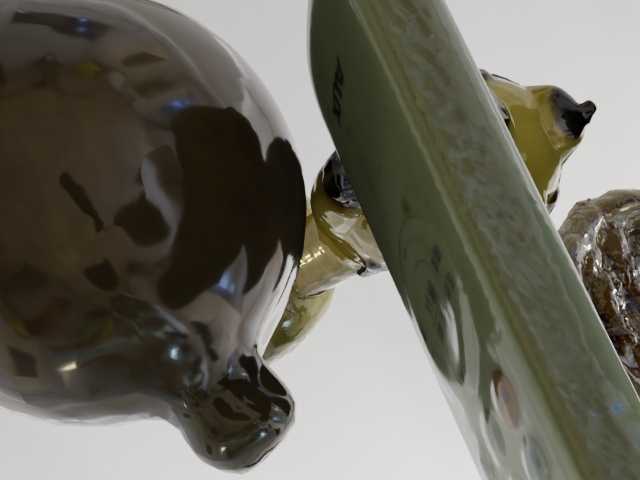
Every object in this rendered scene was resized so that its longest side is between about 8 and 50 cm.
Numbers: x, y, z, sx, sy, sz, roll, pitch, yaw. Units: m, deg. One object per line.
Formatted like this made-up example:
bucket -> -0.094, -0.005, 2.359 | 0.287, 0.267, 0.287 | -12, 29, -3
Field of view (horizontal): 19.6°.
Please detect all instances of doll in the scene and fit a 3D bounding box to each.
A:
doll -> 0.000, -0.001, 0.801 | 0.291, 0.117, 0.086 | -28, -116, 48

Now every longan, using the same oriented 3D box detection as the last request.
longan -> -0.076, -0.001, 0.695 | 0.159, 0.185, 0.204 | -39, -110, 4

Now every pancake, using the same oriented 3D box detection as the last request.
pancake -> 0.168, 0.033, 0.928 | 0.022, 0.139, 0.139 | -36, -110, 45

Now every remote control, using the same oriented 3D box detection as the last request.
remote control -> 0.058, 0.034, 0.562 | 0.038, 0.090, 0.309 | -13, -123, -14
